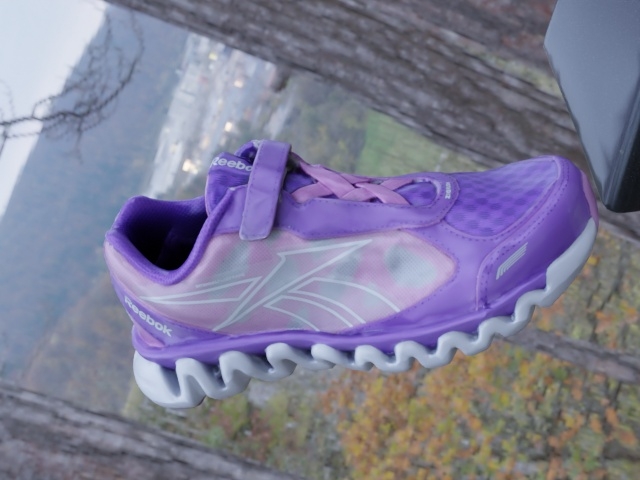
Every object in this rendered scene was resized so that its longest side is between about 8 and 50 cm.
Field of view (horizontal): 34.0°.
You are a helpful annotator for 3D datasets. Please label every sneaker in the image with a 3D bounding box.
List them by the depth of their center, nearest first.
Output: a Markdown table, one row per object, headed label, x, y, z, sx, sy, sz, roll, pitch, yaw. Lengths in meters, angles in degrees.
| label | x | y | z | sx | sy | sz | roll | pitch | yaw |
| --- | --- | --- | --- | --- | --- | --- | --- | --- | --- |
| sneaker | 0.000 | 0.000 | 0.467 | 0.237 | 0.104 | 0.095 | -15 | 28 | 21 |

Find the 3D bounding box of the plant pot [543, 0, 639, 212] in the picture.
| label | x | y | z | sx | sy | sz | roll | pitch | yaw |
| --- | --- | --- | --- | --- | --- | --- | --- | --- | --- |
| plant pot | 0.269 | -0.152 | 0.710 | 0.167 | 0.188 | 0.187 | 81 | -179 | -51 |
